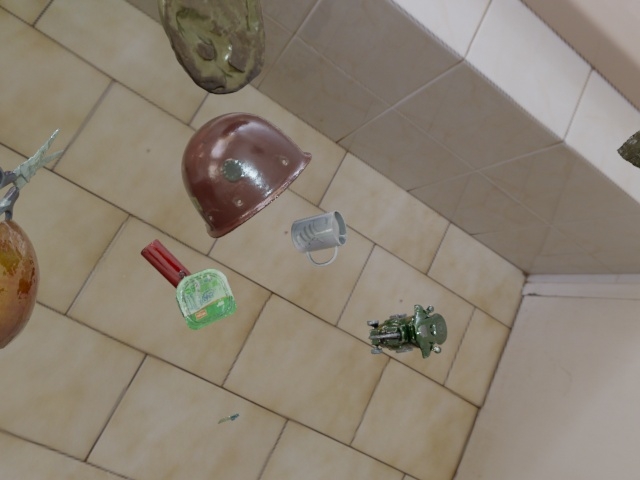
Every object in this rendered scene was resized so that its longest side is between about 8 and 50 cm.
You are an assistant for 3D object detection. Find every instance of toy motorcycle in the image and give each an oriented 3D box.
[{"bbox_3d":[0.210,0.227,1.207,0.187,0.274,0.124,-8,79,4],"label":"toy motorcycle"}]

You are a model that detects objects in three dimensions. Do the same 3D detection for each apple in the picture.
[{"bbox_3d":[-0.667,0.077,0.986,0.180,0.346,0.253,12,95,-16],"label":"apple"}]

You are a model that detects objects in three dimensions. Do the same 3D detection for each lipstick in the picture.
[{"bbox_3d":[-0.443,0.115,1.537,0.279,0.073,0.073,45,72,-4],"label":"lipstick"}]

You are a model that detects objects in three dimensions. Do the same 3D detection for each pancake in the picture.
[{"bbox_3d":[-0.224,-0.472,1.074,0.295,0.050,0.294,-21,118,-47],"label":"pancake"}]

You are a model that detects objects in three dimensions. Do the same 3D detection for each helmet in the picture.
[{"bbox_3d":[-0.228,-0.202,1.254,0.338,0.385,0.230,-42,113,-7],"label":"helmet"}]

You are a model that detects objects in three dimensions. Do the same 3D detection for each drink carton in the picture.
[{"bbox_3d":[-0.338,0.156,1.367,0.146,0.142,0.143,-22,97,-26],"label":"drink carton"}]

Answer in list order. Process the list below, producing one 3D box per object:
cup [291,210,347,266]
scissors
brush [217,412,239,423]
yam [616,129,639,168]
[{"bbox_3d":[-0.004,-0.007,1.343,0.099,0.133,0.135,52,35,-44],"label":"cup"},{"bbox_3d":[-0.857,-0.191,1.417,0.029,0.255,0.383,17,42,-3],"label":"scissors"},{"bbox_3d":[-0.271,0.530,1.451,0.084,0.013,0.016,9,114,-58],"label":"brush"},{"bbox_3d":[0.667,-0.193,0.854,0.154,0.254,0.153,13,54,-19],"label":"yam"}]
